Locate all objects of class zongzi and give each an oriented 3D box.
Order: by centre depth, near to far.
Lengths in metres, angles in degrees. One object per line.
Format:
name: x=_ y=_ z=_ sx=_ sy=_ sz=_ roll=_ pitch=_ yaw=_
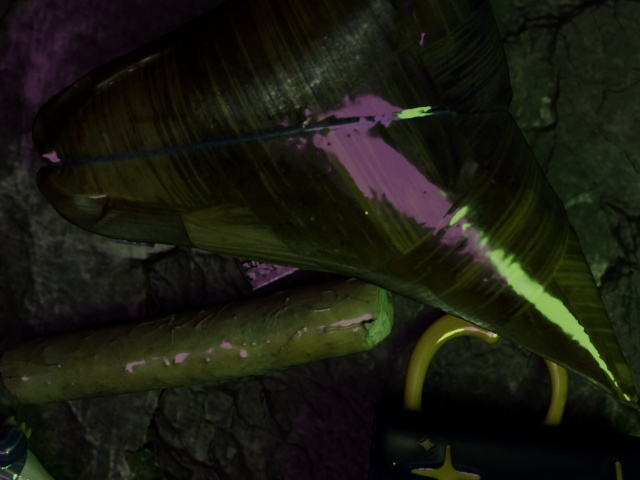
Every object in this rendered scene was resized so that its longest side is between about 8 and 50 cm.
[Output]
zongzi: x=0.000 y=0.000 z=0.934 sx=0.403 sy=0.208 sz=0.432 roll=-24 pitch=85 yaw=14

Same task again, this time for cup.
cup: x=0.169 y=0.206 z=1.027 sx=0.256 sy=0.178 sz=0.254 roll=4 pitch=108 yaw=3

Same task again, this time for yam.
yam: x=-0.116 y=0.097 z=1.080 sx=0.372 sy=0.083 sz=0.083 roll=-11 pitch=105 yaw=13

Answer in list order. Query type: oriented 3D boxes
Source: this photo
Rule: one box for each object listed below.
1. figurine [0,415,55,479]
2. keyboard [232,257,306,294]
figurine: x=-0.350 y=0.183 z=1.108 sx=0.274 sy=0.133 sz=0.194 roll=34 pitch=150 yaw=0
keyboard: x=0.018 y=-0.033 z=1.053 sx=0.230 sy=0.025 sz=0.093 roll=-27 pitch=99 yaw=14
